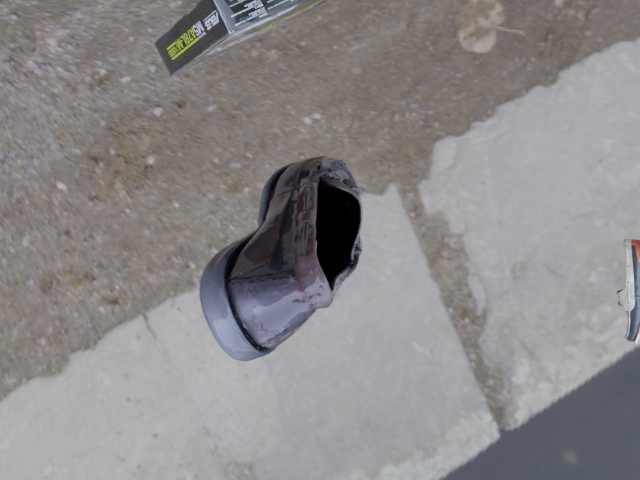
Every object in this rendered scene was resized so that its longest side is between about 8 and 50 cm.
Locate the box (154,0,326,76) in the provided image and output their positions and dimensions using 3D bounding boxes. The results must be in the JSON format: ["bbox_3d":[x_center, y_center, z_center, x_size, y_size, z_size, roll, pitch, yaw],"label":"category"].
[{"bbox_3d":[-0.043,-0.222,0.932,0.190,0.184,0.045,-30,101,-23],"label":"box"}]

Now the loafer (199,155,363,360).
[{"bbox_3d":[0.000,0.000,0.818,0.095,0.302,0.109,-21,105,22],"label":"loafer"}]

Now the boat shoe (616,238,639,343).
[{"bbox_3d":[0.399,0.064,1.284,0.043,0.049,0.137,8,107,18],"label":"boat shoe"}]
